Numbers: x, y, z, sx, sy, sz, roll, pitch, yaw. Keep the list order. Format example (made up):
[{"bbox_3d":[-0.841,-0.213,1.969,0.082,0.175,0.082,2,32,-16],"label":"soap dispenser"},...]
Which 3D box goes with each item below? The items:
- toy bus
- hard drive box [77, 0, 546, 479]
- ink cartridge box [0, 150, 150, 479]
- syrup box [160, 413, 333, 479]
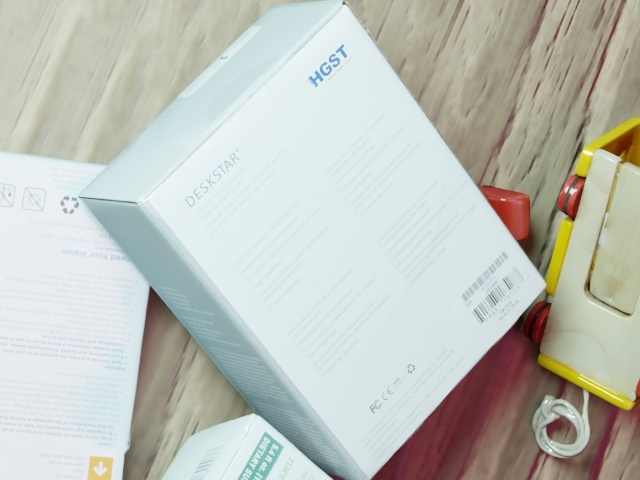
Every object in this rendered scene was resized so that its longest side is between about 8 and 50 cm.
[{"bbox_3d":[0.209,0.021,1.291,0.104,0.202,0.191,-30,96,-47],"label":"toy bus"},{"bbox_3d":[0.000,0.000,1.201,0.181,0.089,0.232,-45,114,-20],"label":"hard drive box"},{"bbox_3d":[-0.215,0.054,1.176,0.223,0.045,0.224,8,89,-21],"label":"ink cartridge box"},{"bbox_3d":[0.003,0.220,1.223,0.237,0.096,0.093,41,58,-16],"label":"syrup box"}]
